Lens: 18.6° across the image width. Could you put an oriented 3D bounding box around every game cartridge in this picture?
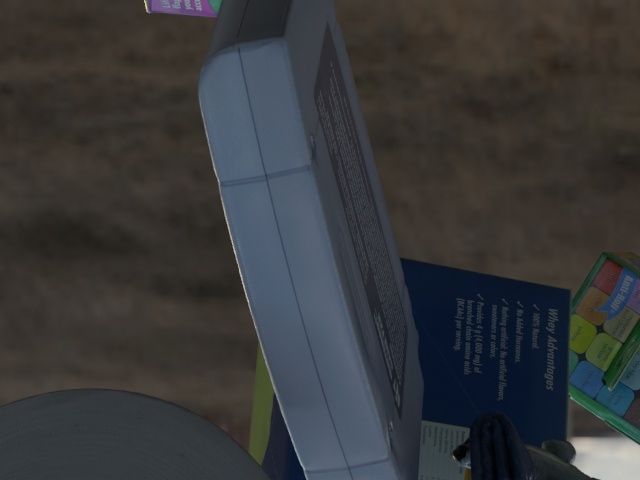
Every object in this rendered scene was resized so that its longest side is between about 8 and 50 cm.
[{"bbox_3d":[0.000,0.000,1.039,0.060,0.294,0.196,-12,-153,7],"label":"game cartridge"}]

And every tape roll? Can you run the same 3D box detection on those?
[{"bbox_3d":[-0.110,0.183,0.916,0.219,0.219,0.072,0,153,4],"label":"tape roll"}]

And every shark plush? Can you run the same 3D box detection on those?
[{"bbox_3d":[0.138,0.143,1.205,0.067,0.073,0.161,15,159,45],"label":"shark plush"}]

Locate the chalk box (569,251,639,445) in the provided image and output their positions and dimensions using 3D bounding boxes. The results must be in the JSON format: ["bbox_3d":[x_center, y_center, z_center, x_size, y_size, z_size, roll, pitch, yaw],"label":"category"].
[{"bbox_3d":[0.284,0.097,1.780,0.132,0.132,0.213,34,-172,16],"label":"chalk box"}]

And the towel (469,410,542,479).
[{"bbox_3d":[0.114,0.153,1.078,0.029,0.119,0.067,-18,-146,13],"label":"towel"}]

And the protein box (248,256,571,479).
[{"bbox_3d":[0.062,0.129,1.416,0.201,0.199,0.136,11,156,-13],"label":"protein box"}]

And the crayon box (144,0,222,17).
[{"bbox_3d":[-0.125,-0.455,1.954,0.106,0.313,0.363,4,150,7],"label":"crayon box"}]
